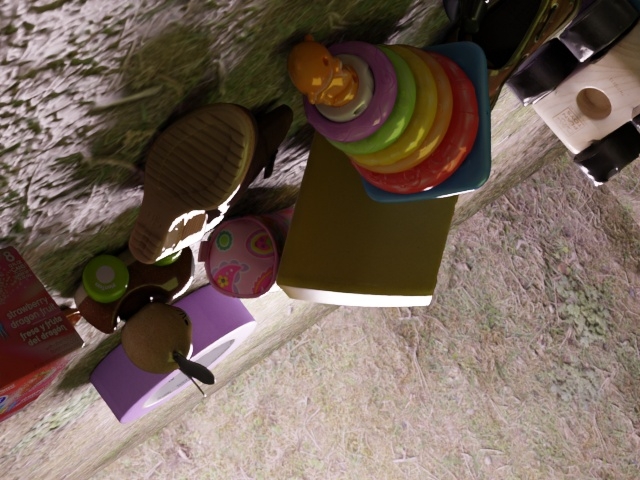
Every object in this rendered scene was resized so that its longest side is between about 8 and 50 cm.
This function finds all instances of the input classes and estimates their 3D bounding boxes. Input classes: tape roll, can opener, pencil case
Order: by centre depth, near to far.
[{"bbox_3d":[0.156,-0.264,1.363,0.186,0.059,0.073,-58,173,-86],"label":"can opener"},{"bbox_3d":[-0.068,0.015,1.749,0.124,0.124,0.284,-40,171,17],"label":"pencil case"},{"bbox_3d":[-0.238,0.182,2.027,0.275,0.090,0.275,-37,172,-6],"label":"tape roll"}]

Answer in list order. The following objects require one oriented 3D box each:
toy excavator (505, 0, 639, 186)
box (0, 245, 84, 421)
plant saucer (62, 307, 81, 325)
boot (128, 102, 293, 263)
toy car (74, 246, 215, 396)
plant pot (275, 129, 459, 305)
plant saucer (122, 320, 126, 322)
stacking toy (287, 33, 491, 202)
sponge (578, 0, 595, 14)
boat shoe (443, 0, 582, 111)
[{"bbox_3d":[0.484,-0.292,1.997,0.445,0.222,0.433,-44,-176,-35],"label":"toy excavator"},{"bbox_3d":[-0.351,0.119,1.072,0.257,0.122,0.128,-28,168,-49],"label":"box"},{"bbox_3d":[-0.324,0.106,1.502,0.083,0.013,0.083,-37,173,-6],"label":"plant saucer"},{"bbox_3d":[-0.091,-0.094,1.245,0.207,0.090,0.248,-46,179,-43],"label":"boot"},{"bbox_3d":[-0.178,0.094,1.438,0.149,0.188,0.155,-35,172,-17],"label":"toy car"},{"bbox_3d":[0.068,-0.015,1.572,0.212,0.187,0.212,67,37,-82],"label":"plant pot"},{"bbox_3d":[-0.229,0.068,1.687,0.067,0.018,0.192,-34,170,-24],"label":"plant saucer"},{"bbox_3d":[0.048,-0.145,1.285,0.166,0.175,0.302,-7,170,29],"label":"stacking toy"},{"bbox_3d":[0.352,-0.340,1.835,0.210,0.031,0.117,-36,172,-13],"label":"sponge"},{"bbox_3d":[0.193,-0.230,1.560,0.307,0.111,0.104,-50,165,17],"label":"boat shoe"}]
